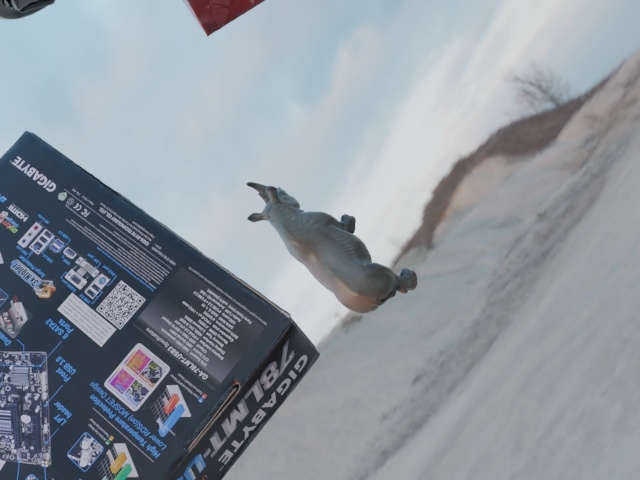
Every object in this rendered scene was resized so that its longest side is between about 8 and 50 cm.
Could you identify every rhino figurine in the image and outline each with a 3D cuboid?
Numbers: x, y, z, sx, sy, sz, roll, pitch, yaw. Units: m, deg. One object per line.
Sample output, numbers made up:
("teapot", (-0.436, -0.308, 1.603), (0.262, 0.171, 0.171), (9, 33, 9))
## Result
("rhino figurine", (0.000, 0.000, 1.219), (0.073, 0.243, 0.106), (-56, -15, 24))

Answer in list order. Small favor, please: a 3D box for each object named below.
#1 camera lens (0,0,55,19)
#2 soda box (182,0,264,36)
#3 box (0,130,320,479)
("camera lens", (-0.455, -0.461, 1.372), (0.219, 0.274, 0.219), (-44, -2, -2))
("soda box", (-0.134, -0.316, 0.930), (0.083, 0.092, 0.263), (-33, -30, -2))
("box", (-0.203, 0.104, 0.698), (0.293, 0.296, 0.073), (-52, -29, -10))
